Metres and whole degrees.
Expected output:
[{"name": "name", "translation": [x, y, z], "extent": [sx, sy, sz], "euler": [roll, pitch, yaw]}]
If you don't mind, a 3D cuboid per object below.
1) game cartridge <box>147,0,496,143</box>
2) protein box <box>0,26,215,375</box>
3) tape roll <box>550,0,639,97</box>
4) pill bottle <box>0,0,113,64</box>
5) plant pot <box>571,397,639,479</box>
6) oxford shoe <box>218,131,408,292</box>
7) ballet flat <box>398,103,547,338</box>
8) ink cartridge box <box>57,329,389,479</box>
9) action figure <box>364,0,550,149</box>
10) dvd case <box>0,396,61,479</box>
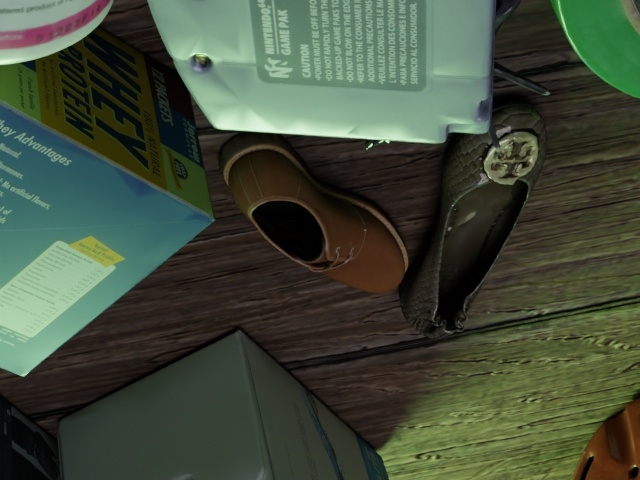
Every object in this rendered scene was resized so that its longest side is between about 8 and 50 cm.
[{"name": "game cartridge", "translation": [-0.002, -0.167, 0.866], "extent": [0.196, 0.060, 0.294], "euler": [1, 143, 4]}, {"name": "protein box", "translation": [-0.215, -0.044, 1.084], "extent": [0.201, 0.136, 0.200], "euler": [-38, 134, 25]}, {"name": "tape roll", "translation": [0.300, -0.228, 1.081], "extent": [0.321, 0.077, 0.321], "euler": [-9, 139, -8]}, {"name": "pill bottle", "translation": [-0.173, -0.245, 0.849], "extent": [0.160, 0.160, 0.283], "euler": [-2, 138, -16]}, {"name": "plant pot", "translation": [0.399, 0.281, 1.574], "extent": [0.265, 0.272, 0.272], "euler": [23, 127, -27]}, {"name": "oxford shoe", "translation": [0.000, 0.000, 1.252], "extent": [0.076, 0.076, 0.212], "euler": [-36, 137, 20]}, {"name": "ballet flat", "translation": [0.121, -0.006, 1.293], "extent": [0.084, 0.058, 0.250], "euler": [2, 137, -21]}, {"name": "ink cartridge box", "translation": [-0.068, 0.252, 1.422], "extent": [0.198, 0.197, 0.270], "euler": [-27, 139, 14]}, {"name": "action figure", "translation": [0.020, -0.170, 1.016], "extent": [0.276, 0.141, 0.164], "euler": [32, 120, -23]}, {"name": "dvd case", "translation": [-0.217, 0.264, 1.404], "extent": [0.029, 0.179, 0.238], "euler": [-22, 139, 15]}]
